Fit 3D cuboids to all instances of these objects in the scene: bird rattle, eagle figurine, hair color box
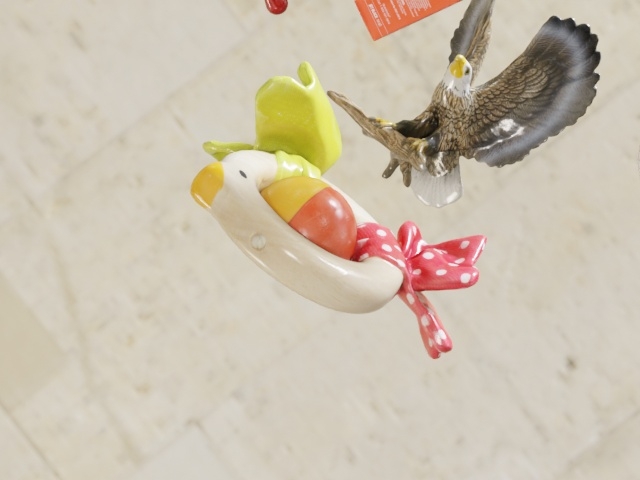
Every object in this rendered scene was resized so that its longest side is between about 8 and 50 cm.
[{"bbox_3d":[0.000,0.000,1.277,0.143,0.253,0.207,-45,-12,25],"label":"bird rattle"},{"bbox_3d":[0.203,-0.200,2.232,0.298,0.226,0.225,-37,8,-17],"label":"eagle figurine"},{"bbox_3d":[0.128,-0.273,1.770,0.167,0.053,0.093,-24,8,21],"label":"hair color box"}]

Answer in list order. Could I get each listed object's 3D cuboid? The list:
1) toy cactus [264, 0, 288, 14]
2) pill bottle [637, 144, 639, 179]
[{"bbox_3d":[-0.039,-0.336,1.535,0.112,0.180,0.219,19,78,52],"label":"toy cactus"},{"bbox_3d":[0.477,-0.078,1.889,0.161,0.161,0.283,-36,-21,22],"label":"pill bottle"}]
